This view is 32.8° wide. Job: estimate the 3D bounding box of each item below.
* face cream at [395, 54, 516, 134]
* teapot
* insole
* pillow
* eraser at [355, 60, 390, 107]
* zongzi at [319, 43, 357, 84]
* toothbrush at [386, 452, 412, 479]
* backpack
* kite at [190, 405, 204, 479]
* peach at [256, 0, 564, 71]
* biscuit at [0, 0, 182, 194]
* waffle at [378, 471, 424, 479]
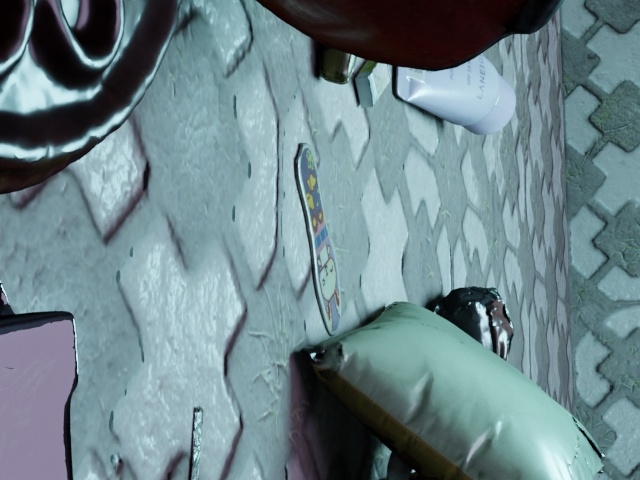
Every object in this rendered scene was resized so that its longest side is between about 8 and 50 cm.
[{"bbox_3d":[0.168,-0.224,1.461,0.274,0.096,0.154,21,70,-54],"label":"face cream"},{"bbox_3d":[-0.167,0.091,0.471,0.096,0.087,0.177,2,84,-47],"label":"teapot"},{"bbox_3d":[0.000,0.000,1.052,0.065,0.004,0.197,-50,133,-62],"label":"insole"},{"bbox_3d":[0.149,0.176,1.089,0.119,0.310,0.312,-53,170,14],"label":"pillow"},{"bbox_3d":[0.059,-0.180,1.224,0.083,0.019,0.038,-58,142,-58],"label":"eraser"},{"bbox_3d":[0.020,-0.189,1.108,0.083,0.040,0.076,72,24,-82],"label":"zongzi"},{"bbox_3d":[0.092,0.210,1.159,0.307,0.025,0.030,-25,121,-81],"label":"toothbrush"},{"bbox_3d":[0.207,0.116,1.457,0.165,0.105,0.120,-37,118,-64],"label":"backpack"},{"bbox_3d":[-0.091,0.194,0.765,0.137,0.005,0.153,17,70,-70],"label":"kite"},{"bbox_3d":[0.049,-0.324,0.767,0.417,0.353,0.339,63,-5,-23],"label":"peach"},{"bbox_3d":[-0.170,-0.221,0.497,0.407,0.091,0.408,-3,90,-71],"label":"biscuit"},{"bbox_3d":[0.079,0.360,1.049,0.376,0.114,0.261,14,74,-69],"label":"waffle"}]
